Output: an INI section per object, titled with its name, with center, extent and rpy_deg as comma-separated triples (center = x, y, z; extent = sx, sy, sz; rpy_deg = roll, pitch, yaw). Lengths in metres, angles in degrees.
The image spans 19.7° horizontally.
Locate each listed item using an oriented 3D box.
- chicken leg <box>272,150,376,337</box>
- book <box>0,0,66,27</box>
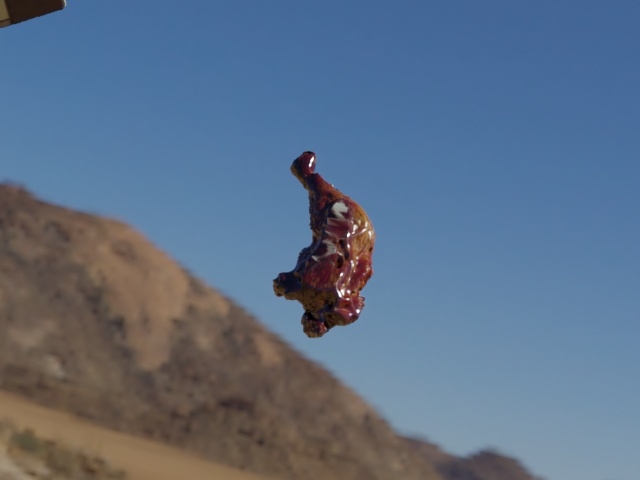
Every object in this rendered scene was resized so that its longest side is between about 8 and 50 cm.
[chicken leg]
center = 0.006, 0.002, 1.678
extent = 0.090, 0.219, 0.048
rpy_deg = 7, -39, 0
[book]
center = -0.235, -0.128, 0.815
extent = 0.231, 0.026, 0.157
rpy_deg = -17, -33, -8
